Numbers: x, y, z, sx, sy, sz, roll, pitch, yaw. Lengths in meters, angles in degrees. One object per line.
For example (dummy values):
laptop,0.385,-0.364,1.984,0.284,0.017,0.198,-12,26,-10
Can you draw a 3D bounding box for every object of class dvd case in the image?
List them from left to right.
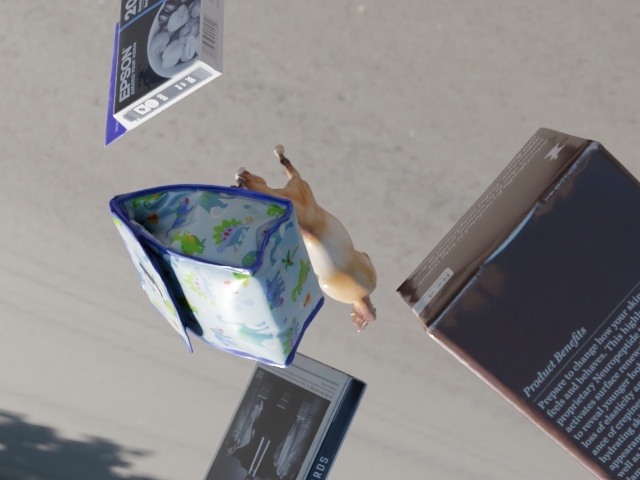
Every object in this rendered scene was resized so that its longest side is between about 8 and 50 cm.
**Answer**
dvd case,-0.054,0.225,1.183,0.029,0.239,0.179,29,173,-28

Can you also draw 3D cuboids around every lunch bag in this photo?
lunch bag,-0.089,0.024,0.971,0.151,0.096,0.129,14,143,25

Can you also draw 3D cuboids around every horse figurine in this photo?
horse figurine,0.000,0.000,1.347,0.066,0.174,0.263,-34,107,7

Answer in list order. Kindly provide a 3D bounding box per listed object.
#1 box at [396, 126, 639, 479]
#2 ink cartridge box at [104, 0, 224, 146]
box,0.267,0.105,0.983,0.381,0.191,0.143,41,-177,-14
ink cartridge box,-0.201,-0.243,1.475,0.208,0.206,0.045,-27,140,34
